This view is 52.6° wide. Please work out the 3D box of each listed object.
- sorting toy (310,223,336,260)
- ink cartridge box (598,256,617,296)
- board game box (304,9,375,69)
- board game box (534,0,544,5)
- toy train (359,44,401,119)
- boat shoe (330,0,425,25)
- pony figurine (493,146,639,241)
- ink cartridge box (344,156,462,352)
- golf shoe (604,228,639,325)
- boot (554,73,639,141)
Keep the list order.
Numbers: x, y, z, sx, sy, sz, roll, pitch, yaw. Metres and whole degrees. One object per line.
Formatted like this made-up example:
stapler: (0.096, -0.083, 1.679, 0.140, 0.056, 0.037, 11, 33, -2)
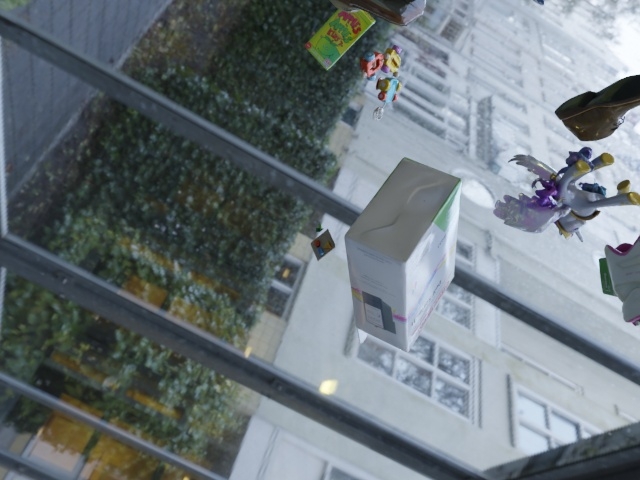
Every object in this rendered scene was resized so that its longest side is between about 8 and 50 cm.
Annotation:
sorting toy: (0.000, 0.000, 1.511, 0.062, 0.012, 0.083, -42, -130, 22)
ink cartridge box: (0.741, 0.079, 1.412, 0.219, 0.160, 0.093, -146, -131, -83)
board game box: (0.051, -0.562, 1.759, 0.181, 0.092, 0.043, -40, -172, 30)
board game box: (0.344, -0.469, 1.047, 0.033, 0.133, 0.169, -27, 156, 6)
toy train: (0.117, -0.338, 1.342, 0.125, 0.046, 0.166, -46, 149, -22)
boat shoe: (0.060, -0.468, 1.137, 0.122, 0.324, 0.120, -34, 152, -15)
pony figurine: (0.758, -0.142, 2.014, 0.303, 0.350, 0.363, -60, -178, -27)
ink cartridge box: (0.155, 0.054, 1.173, 0.207, 0.119, 0.354, -52, 152, -28)
golf shoe: (0.500, -0.004, 0.846, 0.306, 0.115, 0.140, -48, -129, 44)
boot: (0.743, -0.330, 1.631, 0.112, 0.115, 0.305, -42, -167, -20)
